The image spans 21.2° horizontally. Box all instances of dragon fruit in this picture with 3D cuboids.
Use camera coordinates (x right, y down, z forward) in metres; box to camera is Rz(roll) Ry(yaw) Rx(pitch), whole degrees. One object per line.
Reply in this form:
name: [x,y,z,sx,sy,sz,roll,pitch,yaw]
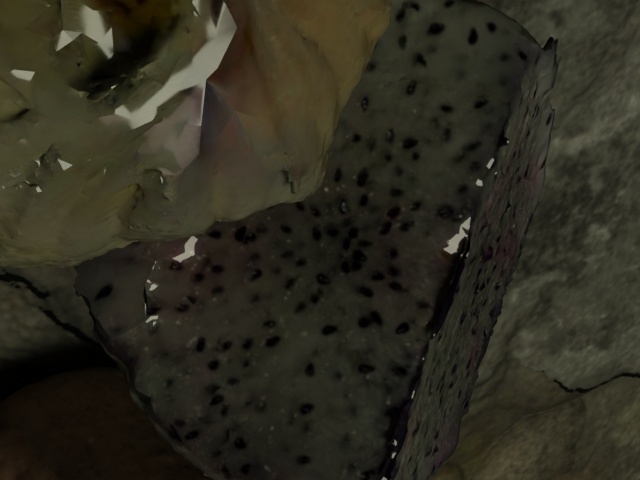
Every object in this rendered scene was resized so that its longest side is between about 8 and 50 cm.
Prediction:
dragon fruit: [0.000,0.000,0.963,0.221,0.204,0.283,35,75,-74]

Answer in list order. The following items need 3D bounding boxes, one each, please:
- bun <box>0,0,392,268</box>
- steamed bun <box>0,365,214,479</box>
bun: [-0.089,-0.112,0.749,0.281,0.205,0.282,-5,112,-12]
steamed bun: [-0.111,0.243,1.045,0.199,0.251,0.301,-14,135,-43]
